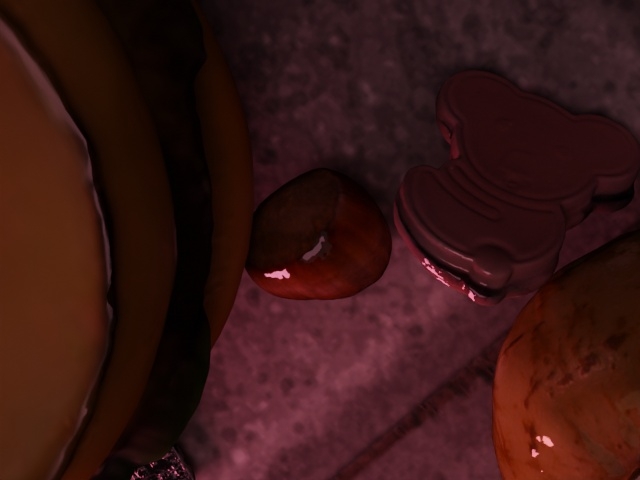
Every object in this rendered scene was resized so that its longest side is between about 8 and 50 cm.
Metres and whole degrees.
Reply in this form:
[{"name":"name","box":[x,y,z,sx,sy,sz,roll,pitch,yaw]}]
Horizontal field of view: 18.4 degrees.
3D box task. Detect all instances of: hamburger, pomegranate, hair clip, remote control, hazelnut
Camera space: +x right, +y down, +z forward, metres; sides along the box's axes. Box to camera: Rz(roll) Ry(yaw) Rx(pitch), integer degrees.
[{"name":"hamburger","box":[-0.233,-0.034,1.071,0.396,0.277,0.395,3,103,13]},{"name":"pomegranate","box":[0.198,0.097,1.057,0.215,0.215,0.215,3,107,11]},{"name":"hair clip","box":[0.101,-0.028,1.080,0.123,0.138,0.102,26,105,11]},{"name":"remote control","box":[-0.114,0.118,1.231,0.039,0.014,0.096,-26,101,18]},{"name":"hazelnut","box":[0.000,0.000,1.144,0.086,0.086,0.086,3,107,11]}]
